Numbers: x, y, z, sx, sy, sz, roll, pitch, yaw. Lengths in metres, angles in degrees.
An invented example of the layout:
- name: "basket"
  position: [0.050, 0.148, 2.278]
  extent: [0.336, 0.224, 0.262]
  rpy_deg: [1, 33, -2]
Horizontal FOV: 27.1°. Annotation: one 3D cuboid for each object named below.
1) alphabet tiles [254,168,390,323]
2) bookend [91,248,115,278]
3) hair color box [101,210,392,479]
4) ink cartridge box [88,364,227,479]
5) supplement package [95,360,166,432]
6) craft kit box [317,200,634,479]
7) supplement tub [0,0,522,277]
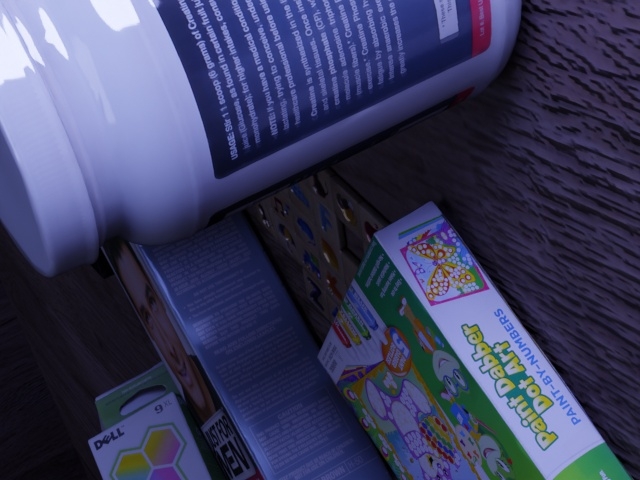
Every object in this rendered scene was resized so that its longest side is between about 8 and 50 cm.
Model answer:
- name: "alphabet tiles"
  position: [0.000, 0.000, 1.108]
  extent: [0.237, 0.009, 0.198]
  rpy_deg: [46, 155, 41]
- name: "bookend"
  position: [-0.297, -0.055, 1.710]
  extent: [0.157, 0.072, 0.156]
  rpy_deg: [35, 146, 55]
- name: "hair color box"
  position: [-0.087, 0.108, 1.318]
  extent: [0.374, 0.114, 0.185]
  rpy_deg: [61, 162, 8]
- name: "ink cartridge box"
  position: [-0.170, 0.230, 1.390]
  extent: [0.209, 0.109, 0.062]
  rpy_deg: [64, -171, 24]
- name: "supplement package"
  position: [-0.143, 0.272, 1.586]
  extent: [0.175, 0.178, 0.293]
  rpy_deg: [55, 160, 24]
- name: "craft kit box"
  position: [0.101, 0.130, 0.937]
  extent: [0.246, 0.061, 0.250]
  rpy_deg: [53, 159, 15]
- name: "supplement tub"
  position: [-0.053, -0.114, 0.682]
  extent: [0.191, 0.272, 0.191]
  rpy_deg: [51, 158, 31]
